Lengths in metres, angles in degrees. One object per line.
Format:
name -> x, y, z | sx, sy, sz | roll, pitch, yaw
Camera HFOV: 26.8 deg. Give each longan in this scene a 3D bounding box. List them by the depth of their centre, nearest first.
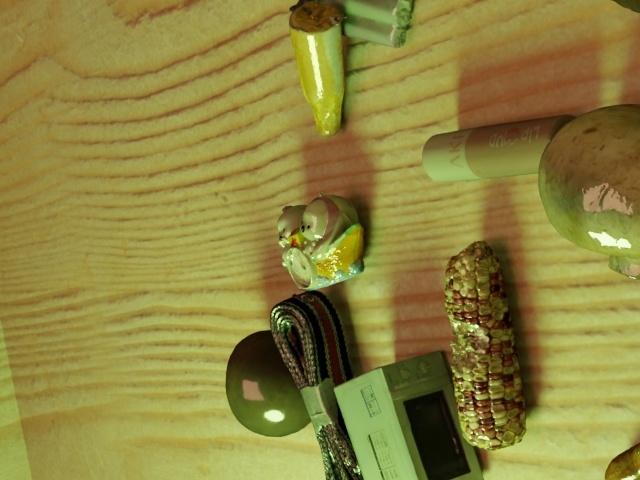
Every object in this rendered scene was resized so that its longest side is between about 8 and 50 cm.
longan -> -0.079, 0.242, 2.276 | 0.189, 0.189, 0.189 | 24, 120, 51

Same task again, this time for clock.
clock -> 0.000, 0.000, 2.122 | 0.231, 0.103, 0.144 | -18, 94, 58

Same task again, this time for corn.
corn -> 0.222, 0.144, 1.844 | 0.098, 0.098, 0.290 | -2, 99, 56

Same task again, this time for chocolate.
chocolate -> 0.000, -0.251, 2.030 | 0.085, 0.085, 0.219 | 46, 154, 39

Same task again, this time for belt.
belt -> 0.022, 0.254, 2.159 | 0.126, 0.094, 0.360 | -31, 79, 54

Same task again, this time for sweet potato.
sweet potato -> 0.403, 0.266, 1.646 | 0.056, 0.056, 0.195 | 62, 152, 22

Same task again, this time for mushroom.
mushroom -> 0.345, -0.046, 1.515 | 0.253, 0.189, 0.195 | 35, 128, 56

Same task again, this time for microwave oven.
microwave oven -> 0.132, 0.287, 2.001 | 0.162, 0.122, 0.208 | -33, 73, 56

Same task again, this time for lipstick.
lipstick -> 0.236, -0.118, 1.757 | 0.254, 0.070, 0.070 | -3, 98, 56

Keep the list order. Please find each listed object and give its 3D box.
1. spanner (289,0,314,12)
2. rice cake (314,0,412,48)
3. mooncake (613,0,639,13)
spanner -> 0.043, -0.386, 1.959 | 0.254, 0.015, 0.054 | -15, 65, 46
rice cake -> 0.057, -0.335, 1.981 | 0.221, 0.042, 0.080 | 25, 116, 51
mooncake -> 0.395, -0.374, 1.333 | 0.324, 0.187, 0.324 | 20, 115, 50
